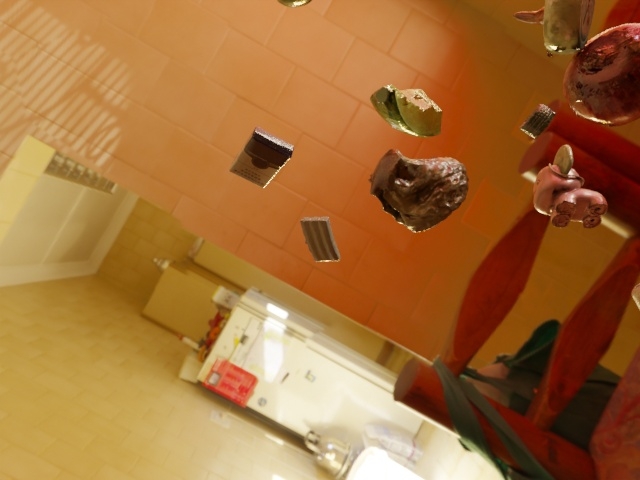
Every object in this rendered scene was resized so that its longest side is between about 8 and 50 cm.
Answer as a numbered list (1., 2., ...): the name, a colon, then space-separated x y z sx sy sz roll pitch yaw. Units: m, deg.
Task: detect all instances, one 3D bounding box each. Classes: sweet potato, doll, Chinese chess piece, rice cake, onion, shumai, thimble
1. sweet potato: 0.710 -0.712 1.462 0.255 0.078 0.058 -126 55 -69
2. doll: 0.898 -0.184 1.709 0.284 0.216 0.268 83 -165 -50
3. Chinese chess piece: 0.670 -0.617 1.247 0.238 0.092 0.238 -23 -61 -52
4. rice cake: 0.000 0.000 1.883 0.043 0.127 0.237 -67 -33 -42
5. onion: 0.826 -0.461 1.296 0.276 0.276 0.276 -60 3 6
6. shumai: 0.261 -0.173 1.239 0.225 0.222 0.261 -20 22 40
7. thimble: 0.977 -0.536 2.094 0.135 0.090 0.118 -53 -5 6

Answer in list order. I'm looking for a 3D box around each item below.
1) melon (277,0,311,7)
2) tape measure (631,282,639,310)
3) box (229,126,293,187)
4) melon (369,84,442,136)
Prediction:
1. melon: -0.083 -0.915 1.666 0.192 0.139 0.139 -4 39 29
2. tape measure: 0.905 0.101 1.100 0.258 0.130 0.265 -23 -8 -21
3. box: -0.232 -0.317 1.803 0.259 0.168 0.071 -36 34 54
4. melon: 0.245 -0.403 1.421 0.323 0.196 0.124 -11 -40 -52
